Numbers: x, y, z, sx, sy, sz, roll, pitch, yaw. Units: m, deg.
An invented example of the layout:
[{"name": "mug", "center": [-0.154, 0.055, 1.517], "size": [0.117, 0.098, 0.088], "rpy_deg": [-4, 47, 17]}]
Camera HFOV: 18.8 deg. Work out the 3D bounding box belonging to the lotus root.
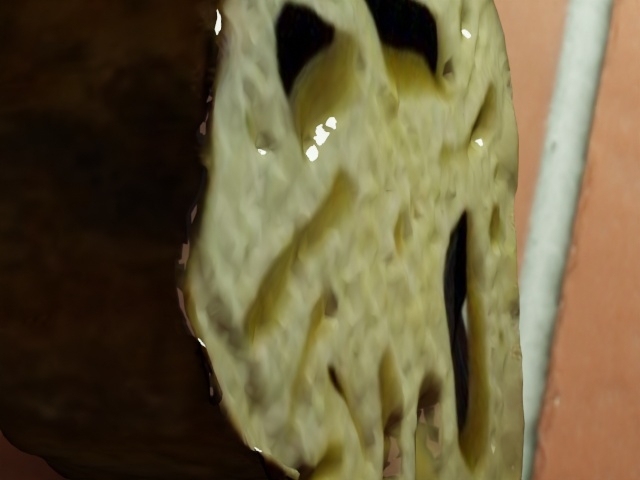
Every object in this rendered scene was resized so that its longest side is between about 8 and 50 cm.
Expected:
[{"name": "lotus root", "center": [0.000, 0.000, 0.798], "size": [0.375, 0.111, 0.391], "rpy_deg": [-49, 132, -52]}]
